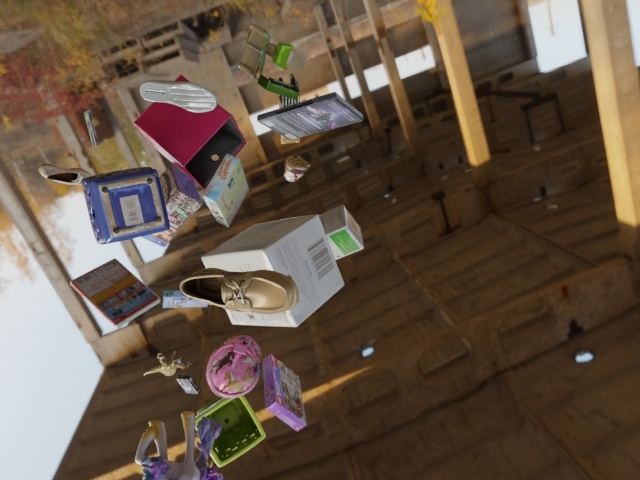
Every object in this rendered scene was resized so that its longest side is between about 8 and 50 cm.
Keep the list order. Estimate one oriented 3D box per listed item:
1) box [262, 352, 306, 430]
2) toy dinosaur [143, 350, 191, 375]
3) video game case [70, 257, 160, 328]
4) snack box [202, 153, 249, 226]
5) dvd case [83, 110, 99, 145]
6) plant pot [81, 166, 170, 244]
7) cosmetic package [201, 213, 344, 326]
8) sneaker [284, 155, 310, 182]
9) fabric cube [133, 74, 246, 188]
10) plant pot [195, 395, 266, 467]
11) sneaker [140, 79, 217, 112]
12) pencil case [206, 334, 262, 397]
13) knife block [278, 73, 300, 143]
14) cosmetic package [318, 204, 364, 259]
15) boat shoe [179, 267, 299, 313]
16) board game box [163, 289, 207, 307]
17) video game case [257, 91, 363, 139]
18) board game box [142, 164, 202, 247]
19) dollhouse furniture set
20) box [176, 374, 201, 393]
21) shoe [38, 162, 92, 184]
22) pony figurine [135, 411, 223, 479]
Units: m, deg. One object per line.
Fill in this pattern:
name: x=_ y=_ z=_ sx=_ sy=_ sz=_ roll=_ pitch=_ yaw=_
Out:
box: x=-0.160 y=0.652 z=2.186 sx=0.057 sy=0.201 sz=0.293 roll=-37 pitch=-152 yaw=11
toy dinosaur: x=-0.585 y=0.469 z=1.897 sx=0.183 sy=0.093 sz=0.053 roll=-10 pitch=-165 yaw=-6
video game case: x=-0.803 y=0.201 z=1.981 sx=0.285 sy=0.025 sz=0.204 roll=36 pitch=-136 yaw=19
snack box: x=-0.359 y=-0.185 z=1.956 sx=0.322 sy=0.060 sz=0.187 roll=97 pitch=19 yaw=-75
dvd case: x=-0.795 y=-0.387 z=1.752 sx=0.013 sy=0.120 sz=0.087 roll=-16 pitch=-162 yaw=-29
plant pot: x=-0.628 y=-0.114 z=1.651 sx=0.235 sy=0.236 sz=0.212 roll=-15 pitch=-168 yaw=-27
cosmetic package: x=-0.186 y=0.122 z=2.018 sx=0.393 sy=0.330 sz=0.327 roll=-8 pitch=-159 yaw=43
sneaker: x=-0.086 y=-0.225 z=1.652 sx=0.084 sy=0.069 sz=0.185 roll=-53 pitch=175 yaw=16
fabric cube: x=-0.474 y=-0.393 z=1.877 sx=0.254 sy=0.258 sz=0.259 roll=-50 pitch=169 yaw=-8
plant pot: x=-0.386 y=0.765 z=2.117 sx=0.228 sy=0.227 sz=0.207 roll=-30 pitch=-178 yaw=-15
sneaker: x=-0.454 y=-0.486 z=1.657 sx=0.258 sy=0.094 sz=0.091 roll=14 pitch=-151 yaw=4
pencil case: x=-0.268 y=0.392 z=1.617 sx=0.167 sy=0.160 sz=0.386 roll=-21 pitch=175 yaw=-9
knife block: x=-0.141 y=-0.598 z=2.275 sx=0.088 sy=0.242 sz=0.276 roll=-5 pitch=166 yaw=-8
cosmetic package: x=0.000 y=0.000 z=2.426 sx=0.365 sy=0.197 sz=0.155 roll=-25 pitch=-135 yaw=20
boat shoe: x=-0.222 y=0.142 z=1.362 sx=0.341 sy=0.122 sz=0.110 roll=2 pitch=-174 yaw=26
board game box: x=-0.641 y=0.280 z=2.412 sx=0.211 sy=0.039 sz=0.160 roll=2 pitch=153 yaw=-18
video game case: x=-0.030 y=-0.382 z=1.576 sx=0.274 sy=0.026 sz=0.196 roll=-10 pitch=168 yaw=28
board game box: x=-0.713 y=-0.161 z=2.347 sx=0.291 sy=0.141 sz=0.232 roll=-46 pitch=-137 yaw=12
dollhouse furniture set: x=-0.193 y=-0.737 z=2.073 sx=0.151 sy=0.198 sz=0.301 roll=4 pitch=-150 yaw=-40
box: x=-0.499 y=0.545 z=1.907 sx=0.067 sy=0.083 sz=0.018 roll=-6 pitch=-147 yaw=31
shoe: x=-1.011 y=-0.254 z=2.023 sx=0.058 sy=0.077 sz=0.219 roll=40 pitch=-163 yaw=26
pony figurine: x=-0.408 y=0.717 z=1.522 sx=0.350 sy=0.303 sz=0.364 roll=2 pitch=-132 yaw=-2
